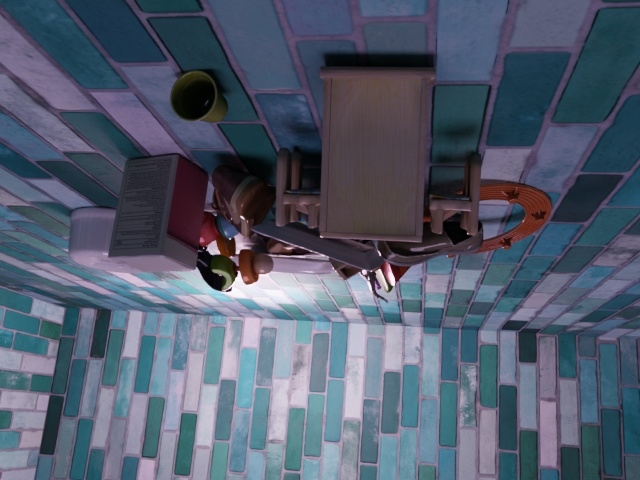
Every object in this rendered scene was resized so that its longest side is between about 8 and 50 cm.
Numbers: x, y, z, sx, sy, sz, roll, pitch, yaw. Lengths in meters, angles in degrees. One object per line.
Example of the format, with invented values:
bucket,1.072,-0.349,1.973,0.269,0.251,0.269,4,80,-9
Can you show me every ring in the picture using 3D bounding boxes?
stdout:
ring,0.374,-0.035,1.524,0.337,0.032,0.336,-4,154,-2

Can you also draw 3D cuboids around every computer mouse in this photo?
computer mouse,-0.366,0.053,1.959,0.184,0.060,0.262,19,-158,-43

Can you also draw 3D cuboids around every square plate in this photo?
square plate,-0.111,0.074,2.016,0.348,0.049,0.344,3,178,14

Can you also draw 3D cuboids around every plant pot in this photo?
plant pot,-0.191,-0.228,1.067,0.083,0.083,0.079,0,175,17

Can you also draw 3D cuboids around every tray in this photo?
tray,0.000,0.000,1.368,0.271,0.030,0.145,19,-168,15

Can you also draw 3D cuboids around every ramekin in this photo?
ramekin,-0.604,0.007,1.909,0.278,0.135,0.277,4,164,1

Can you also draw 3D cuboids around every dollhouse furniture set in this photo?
dollhouse furniture set,0.102,-0.144,1.143,0.363,0.256,0.394,3,-174,8

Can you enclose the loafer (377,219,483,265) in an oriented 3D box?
loafer,0.247,-0.011,1.425,0.251,0.094,0.087,-11,150,-13

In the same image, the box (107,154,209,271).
box,-0.352,-0.056,1.423,0.149,0.232,0.127,-2,162,25

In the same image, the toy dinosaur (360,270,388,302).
toy dinosaur,0.144,0.097,2.058,0.118,0.064,0.268,42,163,41

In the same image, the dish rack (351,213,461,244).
dish rack,0.236,-0.026,1.666,0.272,0.074,0.208,10,165,-19

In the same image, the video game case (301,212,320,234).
video game case,0.071,-0.051,1.445,0.207,0.026,0.227,-4,-164,-16

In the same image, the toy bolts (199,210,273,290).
toy bolts,-0.222,-0.010,1.763,0.159,0.218,0.228,-13,129,10

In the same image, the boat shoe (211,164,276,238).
boat shoe,-0.190,-0.096,1.506,0.123,0.123,0.342,33,173,6

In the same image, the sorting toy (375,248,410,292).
sorting toy,0.243,0.084,2.075,0.126,0.127,0.365,-24,170,-7

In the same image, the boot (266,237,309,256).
boot,-0.021,-0.013,1.822,0.207,0.090,0.248,-2,167,-25

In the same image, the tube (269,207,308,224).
tube,-0.013,-0.062,1.561,0.207,0.052,0.080,-2,-154,-22

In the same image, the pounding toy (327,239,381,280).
pounding toy,0.121,0.027,1.845,0.181,0.094,0.206,-31,159,4
